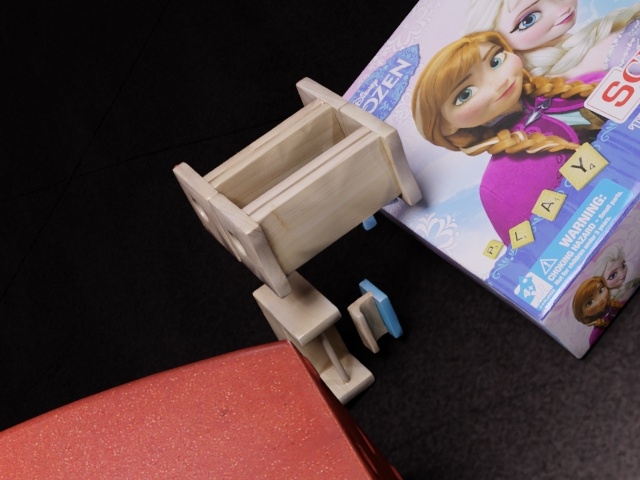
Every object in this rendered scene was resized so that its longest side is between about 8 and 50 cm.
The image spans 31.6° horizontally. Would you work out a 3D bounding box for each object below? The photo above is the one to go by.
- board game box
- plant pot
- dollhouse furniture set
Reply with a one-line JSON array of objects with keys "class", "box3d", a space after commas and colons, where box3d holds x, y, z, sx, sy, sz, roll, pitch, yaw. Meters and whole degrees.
[{"class": "board game box", "box3d": [0.175, -0.121, 0.854, 0.319, 0.066, 0.318, -52, 40, 0]}, {"class": "plant pot", "box3d": [-0.045, 0.222, 0.675, 0.235, 0.267, 0.267, -35, 41, -1]}, {"class": "dollhouse furniture set", "box3d": [0.000, 0.000, 0.857, 0.129, 0.184, 0.129, -35, 39, -13]}]
